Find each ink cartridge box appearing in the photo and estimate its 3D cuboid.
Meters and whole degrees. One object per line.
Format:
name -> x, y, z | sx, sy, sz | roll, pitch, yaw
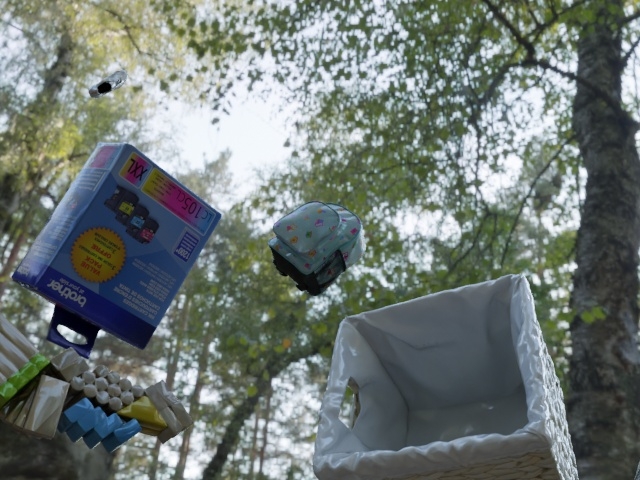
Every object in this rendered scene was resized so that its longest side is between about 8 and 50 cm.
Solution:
ink cartridge box -> -0.420, 0.037, 1.367 | 0.151, 0.395, 0.270 | 10, -23, 50

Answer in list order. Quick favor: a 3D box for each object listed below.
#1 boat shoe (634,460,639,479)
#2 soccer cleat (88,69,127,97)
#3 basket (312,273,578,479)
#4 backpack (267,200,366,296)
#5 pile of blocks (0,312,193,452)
boat shoe -> 0.491, 0.424, 1.013 | 0.078, 0.070, 0.219 | 10, -71, 30
soccer cleat -> -0.362, -0.270, 1.159 | 0.036, 0.083, 0.029 | 6, -53, 44
basket -> 0.200, 0.276, 1.032 | 0.332, 0.328, 0.266 | -16, -60, 21
backpack -> 0.000, 0.000, 1.433 | 0.188, 0.166, 0.144 | -31, -47, -24
pile of blocks -> -0.372, 0.242, 0.969 | 0.362, 0.148, 0.113 | 29, -50, -23
